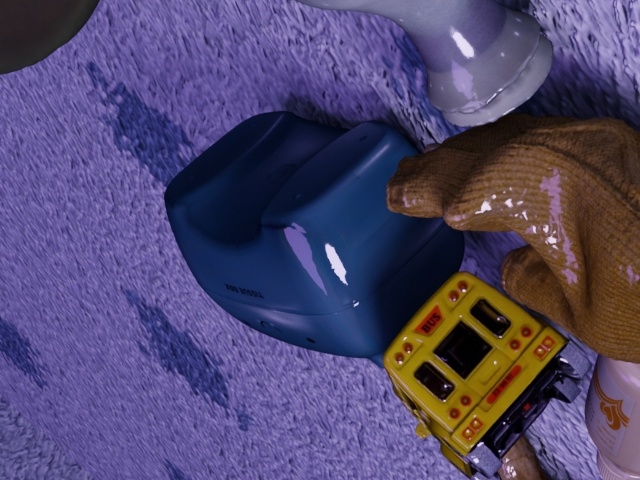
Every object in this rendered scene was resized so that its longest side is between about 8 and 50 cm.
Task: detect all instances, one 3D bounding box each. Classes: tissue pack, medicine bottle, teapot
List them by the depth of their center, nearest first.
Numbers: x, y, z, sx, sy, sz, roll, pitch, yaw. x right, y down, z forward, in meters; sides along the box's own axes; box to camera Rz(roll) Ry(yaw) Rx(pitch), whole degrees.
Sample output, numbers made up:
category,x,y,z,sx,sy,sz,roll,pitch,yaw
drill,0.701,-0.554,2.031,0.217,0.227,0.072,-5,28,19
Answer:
category,x,y,z,sx,sy,sz,roll,pitch,yaw
teapot,0.071,-0.206,1.519,0.183,0.183,0.251,14,150,53
medicine bottle,0.291,0.143,1.736,0.114,0.114,0.252,39,156,21
tissue pack,0.000,0.000,1.910,0.287,0.198,0.206,10,138,52

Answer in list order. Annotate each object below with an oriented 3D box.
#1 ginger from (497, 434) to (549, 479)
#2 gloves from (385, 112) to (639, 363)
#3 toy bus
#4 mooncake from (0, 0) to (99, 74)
category,x,y,z,sx,sy,sz,roll,pitch,yaw
ginger,0.238,0.297,2.098,0.081,0.148,0.333,-22,103,30
gloves,0.208,-0.013,1.584,0.356,0.155,0.203,24,157,41
toy bus,0.148,0.130,1.826,0.151,0.145,0.331,40,175,11
mooncake,-0.349,-0.327,1.817,0.194,0.356,0.356,24,147,53
